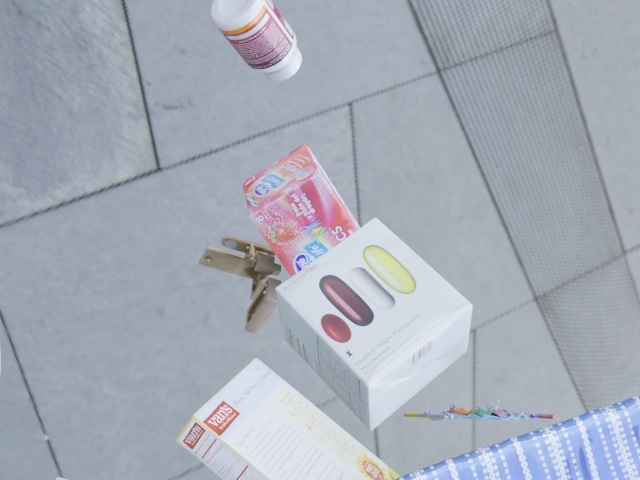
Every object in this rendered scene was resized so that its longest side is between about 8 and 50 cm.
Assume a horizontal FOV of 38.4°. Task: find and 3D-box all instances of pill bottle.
[{"bbox_3d":[-0.089,-0.302,1.345,0.086,0.086,0.152,-46,142,-2],"label":"pill bottle"}]

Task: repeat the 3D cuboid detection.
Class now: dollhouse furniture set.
[{"bbox_3d":[-0.154,0.075,1.705,0.123,0.151,0.144,17,138,-17],"label":"dollhouse furniture set"}]

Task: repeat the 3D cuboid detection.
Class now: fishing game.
[{"bbox_3d":[0.292,0.317,1.714,0.264,0.189,0.041,5,80,-27],"label":"fishing game"}]

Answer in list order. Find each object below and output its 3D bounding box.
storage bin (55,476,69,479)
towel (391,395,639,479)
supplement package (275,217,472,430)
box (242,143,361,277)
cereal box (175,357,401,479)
[{"bbox_3d":[-0.376,0.558,1.537,0.260,0.262,0.123,21,112,-7],"label":"storage bin"},{"bbox_3d":[0.250,0.299,0.880,0.336,0.243,0.040,-14,168,-18],"label":"towel"},{"bbox_3d":[0.076,0.117,1.320,0.194,0.203,0.149,-36,150,-19],"label":"supplement package"},{"bbox_3d":[0.000,0.000,1.639,0.142,0.154,0.300,-31,119,6],"label":"box"},{"bbox_3d":[-0.023,0.246,1.013,0.047,0.240,0.173,-55,172,23],"label":"cereal box"}]
